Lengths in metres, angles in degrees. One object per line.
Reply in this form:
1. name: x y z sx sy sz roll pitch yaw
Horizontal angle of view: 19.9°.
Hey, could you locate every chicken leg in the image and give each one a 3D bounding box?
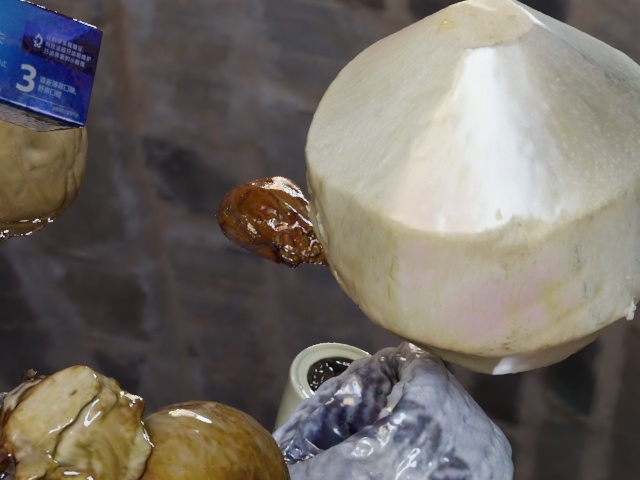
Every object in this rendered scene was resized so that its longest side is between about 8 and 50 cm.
1. chicken leg: 0.000 0.000 2.209 0.113 0.304 0.093 -34 136 -38

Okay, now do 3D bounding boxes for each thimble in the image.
1. thimble: 0.063 0.216 1.773 0.217 0.157 0.245 -45 -166 -13

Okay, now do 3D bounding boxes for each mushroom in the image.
1. mushroom: -0.129 0.211 1.208 0.263 0.195 0.283 -41 124 -15

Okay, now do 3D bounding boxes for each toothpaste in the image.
1. toothpaste: -0.297 -0.151 1.223 0.320 0.066 0.076 18 78 -38

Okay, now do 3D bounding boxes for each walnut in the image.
1. walnut: -0.399 -0.135 1.989 0.252 0.277 0.313 -85 155 -56

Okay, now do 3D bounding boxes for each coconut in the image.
1. coconut: 0.157 -0.061 1.684 0.352 0.352 0.353 11 90 -80

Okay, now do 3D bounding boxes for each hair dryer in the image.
1. hair dryer: -0.009 0.309 2.134 0.362 0.128 0.203 -78 -177 -51

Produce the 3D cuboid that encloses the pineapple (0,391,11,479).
1. pineapple: -0.276 0.180 1.617 0.237 0.119 0.111 32 43 -69
